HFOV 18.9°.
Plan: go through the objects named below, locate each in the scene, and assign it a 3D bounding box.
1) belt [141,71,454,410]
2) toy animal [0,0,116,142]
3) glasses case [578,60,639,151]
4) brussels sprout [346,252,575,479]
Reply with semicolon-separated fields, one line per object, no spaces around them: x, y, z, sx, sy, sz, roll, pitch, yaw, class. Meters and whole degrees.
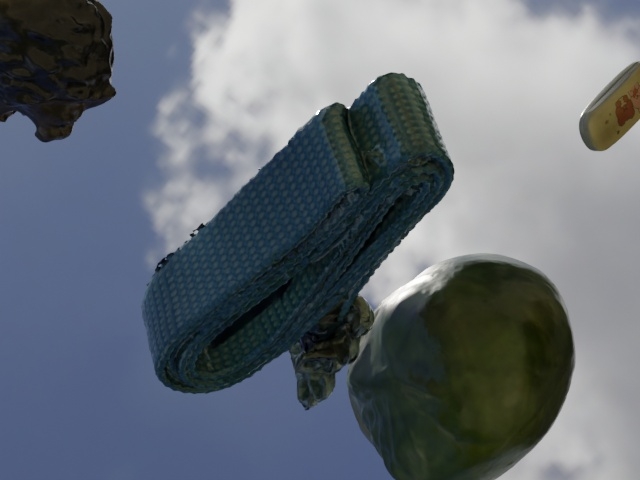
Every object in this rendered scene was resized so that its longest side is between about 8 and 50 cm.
0.001;0.004;0.812;0.100;0.179;0.065;9;-129;-38;belt
-0.139;-0.109;0.608;0.220;0.086;0.069;50;-133;-54;toy animal
0.208;-0.094;1.340;0.083;0.021;0.032;-43;-61;-31;glasses case
0.096;0.088;1.297;0.144;0.181;0.161;8;-91;-29;brussels sprout
